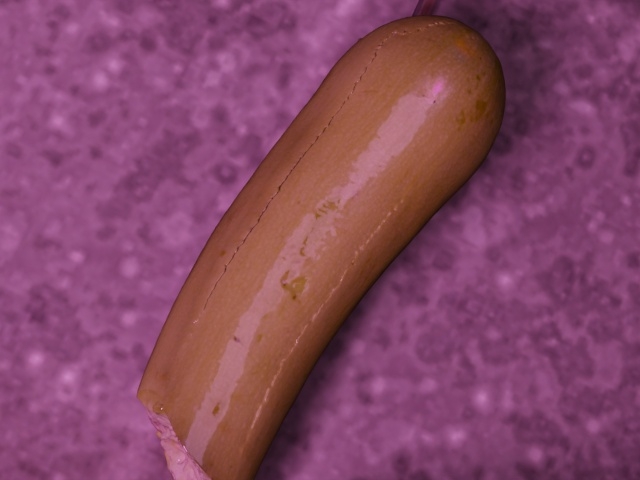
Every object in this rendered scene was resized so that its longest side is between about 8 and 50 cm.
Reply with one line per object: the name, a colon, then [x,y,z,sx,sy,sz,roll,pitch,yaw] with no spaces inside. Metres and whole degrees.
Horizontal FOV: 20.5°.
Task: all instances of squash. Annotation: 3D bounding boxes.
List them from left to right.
squash: [0.000,0.000,0.794,0.083,0.083,0.250,36,73,-3]
